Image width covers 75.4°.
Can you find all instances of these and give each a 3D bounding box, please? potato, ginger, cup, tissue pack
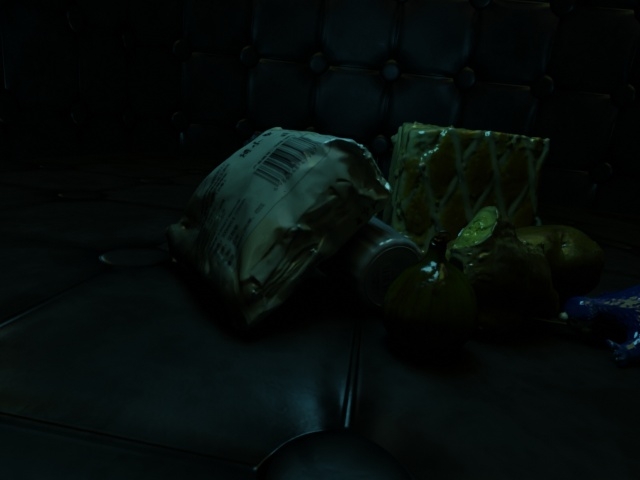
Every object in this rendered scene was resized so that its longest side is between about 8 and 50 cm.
[{"bbox_3d":[0.423,0.048,0.909,0.370,0.176,0.195,1,13,-2],"label":"potato"},{"bbox_3d":[0.344,0.082,0.747,0.270,0.218,0.123,36,-16,-10],"label":"ginger"},{"bbox_3d":[0.115,0.030,0.845,0.221,0.166,0.202,-10,24,-22],"label":"cup"},{"bbox_3d":[-0.104,-0.055,0.783,0.375,0.195,0.390,-44,40,-12],"label":"tissue pack"}]

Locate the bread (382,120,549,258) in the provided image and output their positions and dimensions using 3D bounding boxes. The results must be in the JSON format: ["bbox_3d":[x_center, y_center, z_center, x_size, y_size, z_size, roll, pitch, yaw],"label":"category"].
[{"bbox_3d":[0.376,-0.131,1.158,0.372,0.389,0.279,7,10,-4],"label":"bread"}]

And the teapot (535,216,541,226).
[{"bbox_3d":[0.797,-0.062,1.635,0.124,0.090,0.092,1,18,-21],"label":"teapot"}]

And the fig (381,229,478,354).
[{"bbox_3d":[0.164,0.082,0.645,0.142,0.186,0.148,-2,-2,41],"label":"fig"}]

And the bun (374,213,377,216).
[{"bbox_3d":[0.118,-0.154,1.497,0.229,0.145,0.229,49,0,0],"label":"bun"}]

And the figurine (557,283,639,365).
[{"bbox_3d":[0.569,0.133,0.750,0.263,0.120,0.164,1,20,-14],"label":"figurine"}]
